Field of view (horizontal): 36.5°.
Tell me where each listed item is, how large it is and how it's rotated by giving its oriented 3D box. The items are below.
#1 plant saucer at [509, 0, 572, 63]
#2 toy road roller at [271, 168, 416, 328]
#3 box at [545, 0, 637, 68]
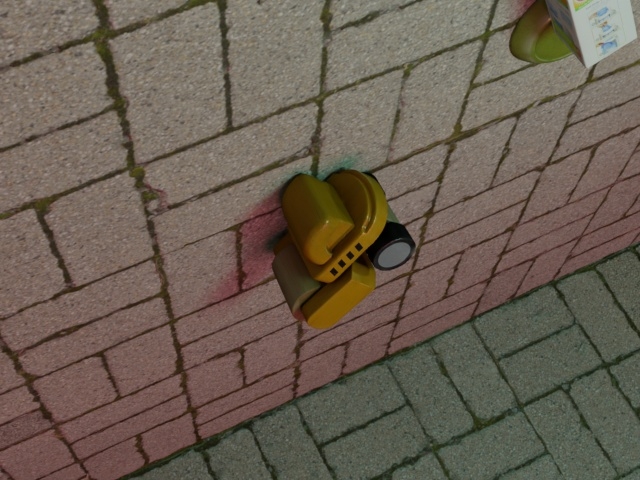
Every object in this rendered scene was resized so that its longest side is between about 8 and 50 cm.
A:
[{"bbox_3d":[0.465,-0.406,1.800,0.241,0.037,0.241,-24,157,-11],"label":"plant saucer"},{"bbox_3d":[0.000,0.000,1.928,0.240,0.202,0.329,19,124,-45],"label":"toy road roller"},{"bbox_3d":[0.444,-0.408,1.624,0.103,0.114,0.203,-31,144,6],"label":"box"}]
